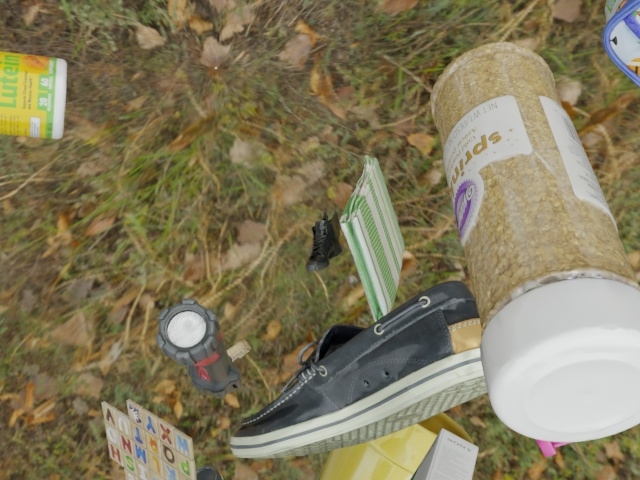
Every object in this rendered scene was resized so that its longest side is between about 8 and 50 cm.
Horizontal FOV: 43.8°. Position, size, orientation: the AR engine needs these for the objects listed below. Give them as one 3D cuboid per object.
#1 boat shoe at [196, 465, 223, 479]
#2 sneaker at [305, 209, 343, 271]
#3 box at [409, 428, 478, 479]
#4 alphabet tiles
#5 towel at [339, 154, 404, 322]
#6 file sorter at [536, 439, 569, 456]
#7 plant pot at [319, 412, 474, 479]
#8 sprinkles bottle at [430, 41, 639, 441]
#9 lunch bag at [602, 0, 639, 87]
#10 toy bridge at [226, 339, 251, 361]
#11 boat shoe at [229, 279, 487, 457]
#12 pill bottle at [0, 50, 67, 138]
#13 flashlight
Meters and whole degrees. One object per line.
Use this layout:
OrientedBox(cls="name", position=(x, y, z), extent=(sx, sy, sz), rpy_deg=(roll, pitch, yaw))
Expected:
OrientedBox(cls="boat shoe", position=(-0.254, 0.514, 1.525), extent=(0.095, 0.254, 0.079), rpy_deg=(-11, 113, 22))
OrientedBox(cls="sneaker", position=(0.002, 0.000, 1.664), extent=(0.051, 0.170, 0.089), rpy_deg=(-11, 103, 28))
OrientedBox(cls="box", position=(0.082, 0.383, 0.883), extent=(0.058, 0.322, 0.232), rpy_deg=(29, 113, 9))
OrientedBox(cls="alphabet tiles", position=(-0.279, 0.355, 1.299), extent=(0.009, 0.237, 0.198), rpy_deg=(-26, 124, -43))
OrientedBox(cls="towel", position=(0.112, -0.010, 1.617), extent=(0.038, 0.325, 0.248), rpy_deg=(-13, 114, 17))
OrientedBox(cls="file sorter", position=(0.421, 0.177, 1.363), extent=(0.182, 0.290, 0.202), rpy_deg=(-24, 108, 22))
OrientedBox(cls="plant pot", position=(0.119, 0.412, 1.497), extent=(0.254, 0.254, 0.239), rpy_deg=(31, 94, -13))
OrientedBox(cls="sprinkles bottle", position=(0.167, -0.020, 0.637), extent=(0.121, 0.355, 0.121), rpy_deg=(-1, 133, -1))
OrientedBox(cls="lunch bag", position=(0.508, -0.236, 0.969), extent=(0.303, 0.115, 0.243), rpy_deg=(37, 133, -16))
OrientedBox(cls="toy bridge", position=(-0.187, 0.244, 1.725), extent=(0.063, 0.188, 0.026), rpy_deg=(-40, 83, 13))
OrientedBox(cls="boat shoe", position=(0.050, 0.207, 1.165), extent=(0.187, 0.156, 0.500), rpy_deg=(9, 147, -46))
OrientedBox(cls="pill bottle", position=(-0.549, -0.245, 1.312), extent=(0.246, 0.136, 0.136), rpy_deg=(3, 102, -19))
OrientedBox(cls="flashlight", position=(-0.209, 0.198, 1.371), extent=(0.103, 0.304, 0.103), rpy_deg=(-29, 69, -13))
